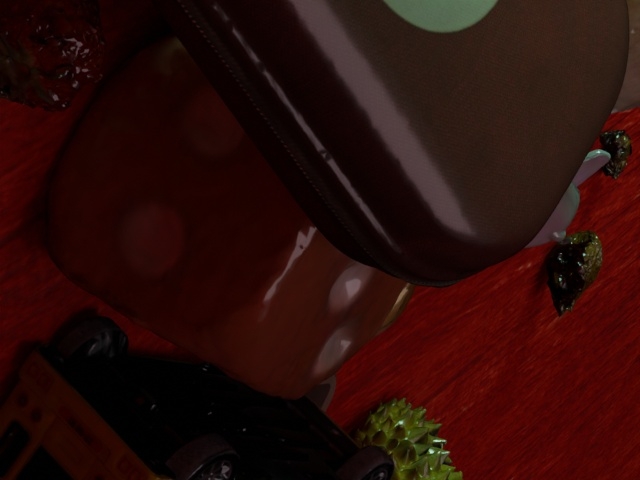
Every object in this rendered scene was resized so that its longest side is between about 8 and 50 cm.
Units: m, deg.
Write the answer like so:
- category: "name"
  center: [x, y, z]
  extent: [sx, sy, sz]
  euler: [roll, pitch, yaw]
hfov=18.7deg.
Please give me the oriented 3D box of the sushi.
- category: "sushi"
  center: [0.247, 0.028, 1.911]
  extent: [0.047, 0.050, 0.099]
  euler: [-40, 144, -45]

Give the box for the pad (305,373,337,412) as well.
- category: "pad"
  center: [-0.076, 0.225, 1.599]
  extent: [0.176, 0.002, 0.266]
  euler: [1, 118, -62]

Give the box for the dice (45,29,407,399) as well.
- category: "dice"
  center: [-0.050, -0.016, 1.179]
  extent: [0.179, 0.175, 0.174]
  euler: [-55, 155, 1]

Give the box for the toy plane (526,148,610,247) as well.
- category: "toy plane"
  center: [0.120, -0.053, 1.492]
  extent: [0.252, 0.118, 0.252]
  euler: [-21, 152, -12]

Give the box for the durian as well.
- category: "durian"
  center: [0.065, 0.225, 1.763]
  extent: [0.132, 0.165, 0.182]
  euler: [-18, 123, 4]

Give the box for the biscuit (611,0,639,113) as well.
- category: "biscuit"
  center: [0.206, -0.147, 1.558]
  extent: [0.265, 0.040, 0.188]
  euler: [10, 141, -44]

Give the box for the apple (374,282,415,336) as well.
- category: "apple"
  center: [0.000, 0.000, 1.328]
  extent: [0.146, 0.146, 0.146]
  euler: [-42, 150, -31]

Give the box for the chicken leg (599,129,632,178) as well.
- category: "chicken leg"
  center: [0.287, -0.089, 1.889]
  extent: [0.036, 0.021, 0.083]
  euler: [-42, 151, -13]

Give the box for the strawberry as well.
- category: "strawberry"
  center: [-0.142, -0.113, 1.030]
  extent: [0.083, 0.073, 0.073]
  euler: [-57, 158, -35]

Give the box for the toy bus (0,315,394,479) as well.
- category: "toy bus"
  center: [-0.090, 0.160, 1.338]
  extent: [0.151, 0.145, 0.331]
  euler: [-55, 153, 11]

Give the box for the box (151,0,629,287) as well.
- category: "box"
  center: [0.022, -0.167, 1.009]
  extent: [0.404, 0.108, 0.263]
  euler: [53, 54, -31]
